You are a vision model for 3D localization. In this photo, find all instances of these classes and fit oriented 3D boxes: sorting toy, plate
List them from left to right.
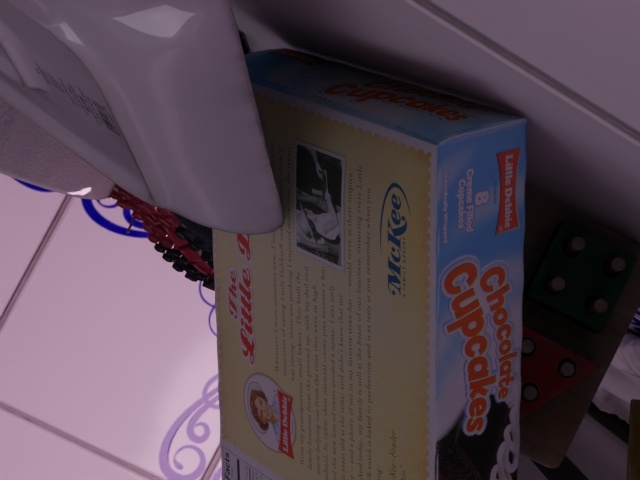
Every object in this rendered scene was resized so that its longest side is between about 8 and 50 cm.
[{"bbox_3d":[-0.142,-0.110,0.706,0.278,0.045,0.277,36,168,12],"label":"plate"},{"bbox_3d":[0.108,0.040,0.892,0.274,0.132,0.046,28,175,1],"label":"sorting toy"}]

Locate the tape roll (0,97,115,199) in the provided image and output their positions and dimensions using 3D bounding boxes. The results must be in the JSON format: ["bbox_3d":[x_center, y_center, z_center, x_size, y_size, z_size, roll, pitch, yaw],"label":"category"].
[{"bbox_3d":[-0.288,-0.141,1.025,0.392,0.072,0.392,27,-176,-2],"label":"tape roll"}]

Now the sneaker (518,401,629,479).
[{"bbox_3d":[0.059,0.178,1.033,0.447,0.257,0.169,39,175,38],"label":"sneaker"}]

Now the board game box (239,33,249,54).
[{"bbox_3d":[-0.099,-0.122,0.999,0.126,0.026,0.186,27,176,5],"label":"board game box"}]

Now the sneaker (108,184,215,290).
[{"bbox_3d":[-0.126,-0.071,1.372,0.121,0.112,0.299,13,155,38],"label":"sneaker"}]

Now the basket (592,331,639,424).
[{"bbox_3d":[0.295,0.269,1.306,0.266,0.331,0.328,22,177,-2],"label":"basket"}]

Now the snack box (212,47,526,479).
[{"bbox_3d":[0.020,0.077,0.839,0.060,0.322,0.187,-15,-155,-34],"label":"snack box"}]
